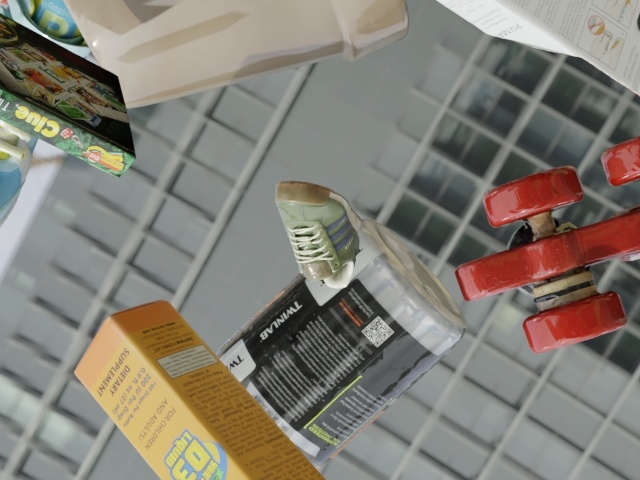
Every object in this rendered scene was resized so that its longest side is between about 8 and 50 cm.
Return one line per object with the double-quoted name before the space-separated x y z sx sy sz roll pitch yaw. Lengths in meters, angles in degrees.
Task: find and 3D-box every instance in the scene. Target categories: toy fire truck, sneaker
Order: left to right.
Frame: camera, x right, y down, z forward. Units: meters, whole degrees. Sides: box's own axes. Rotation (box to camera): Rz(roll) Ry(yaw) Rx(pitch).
"sneaker" -0.330 -0.159 1.561 0.127 0.208 0.319 25 -128 -22
"sneaker" 0.000 0.000 1.564 0.064 0.086 0.192 1 167 18
"toy fire truck" 0.288 0.006 1.501 0.254 0.302 0.169 52 -161 -84

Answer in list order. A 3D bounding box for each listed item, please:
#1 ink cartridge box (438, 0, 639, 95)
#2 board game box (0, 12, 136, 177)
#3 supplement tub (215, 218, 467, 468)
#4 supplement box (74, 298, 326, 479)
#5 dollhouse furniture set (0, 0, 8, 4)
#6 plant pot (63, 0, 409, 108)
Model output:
"ink cartridge box" 0.206 -0.249 1.261 0.232 0.189 0.066 31 160 -26
"board game box" -0.266 -0.146 1.144 0.260 0.030 0.136 27 -153 -29
"supplement tub" 0.005 0.151 1.881 0.207 0.338 0.207 46 -171 -10
"supplement box" -0.097 0.159 1.208 0.233 0.078 0.080 45 -150 19
"dollhouse furniture set" -0.320 -0.359 1.991 0.259 0.135 0.262 14 -138 -53
"plant pot" -0.110 -0.273 1.404 0.323 0.280 0.323 60 176 7
